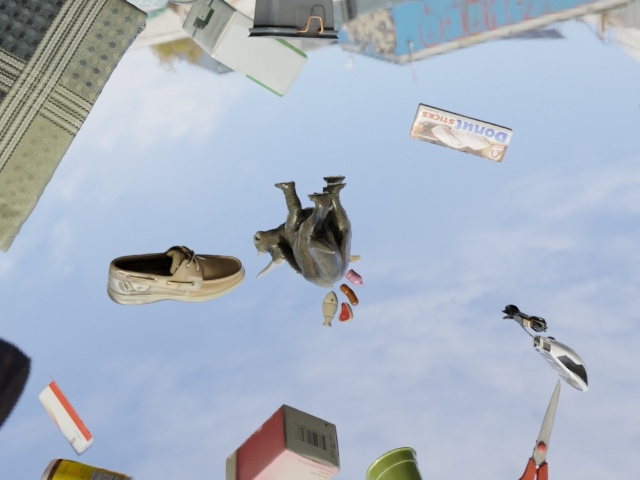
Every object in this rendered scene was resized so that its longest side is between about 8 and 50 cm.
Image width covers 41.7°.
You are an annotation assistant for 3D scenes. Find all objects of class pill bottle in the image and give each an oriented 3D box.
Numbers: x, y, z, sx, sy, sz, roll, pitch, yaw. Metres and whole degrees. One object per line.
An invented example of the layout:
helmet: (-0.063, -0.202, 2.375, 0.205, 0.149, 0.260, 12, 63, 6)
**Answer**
pill bottle: (-0.447, 0.513, 1.677, 0.215, 0.117, 0.117, 14, -154, 2)

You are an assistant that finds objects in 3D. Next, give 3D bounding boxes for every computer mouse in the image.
computer mouse: (0.396, 0.181, 1.429, 0.042, 0.193, 0.106, -47, -165, -9)

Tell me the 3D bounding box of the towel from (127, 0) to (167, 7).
towel: (-0.323, -0.540, 1.285, 0.090, 0.374, 0.321, 40, -148, 28)

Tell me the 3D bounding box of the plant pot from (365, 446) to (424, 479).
plant pot: (0.118, 0.353, 1.199, 0.083, 0.083, 0.079, -17, -134, -15)

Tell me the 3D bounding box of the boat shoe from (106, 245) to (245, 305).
boat shoe: (-0.338, 0.076, 2.023, 0.341, 0.110, 0.121, -8, -137, -26)

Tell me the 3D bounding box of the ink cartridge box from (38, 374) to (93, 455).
ink cartridge box: (-0.509, 0.353, 1.676, 0.045, 0.145, 0.179, -35, 171, -20)

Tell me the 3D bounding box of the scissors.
scissors: (0.376, 0.381, 1.480, 0.109, 0.021, 0.297, 7, -114, 1)

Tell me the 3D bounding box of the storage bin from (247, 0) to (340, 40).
storage bin: (-0.036, -0.351, 1.271, 0.135, 0.091, 0.098, -8, -165, -35)

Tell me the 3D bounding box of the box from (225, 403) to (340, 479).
box: (-0.085, 0.488, 1.832, 0.149, 0.232, 0.126, 27, -148, -25)

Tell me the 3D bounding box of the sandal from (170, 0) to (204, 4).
sandal: (-0.138, -0.390, 1.072, 0.086, 0.120, 0.303, 15, 170, -35)

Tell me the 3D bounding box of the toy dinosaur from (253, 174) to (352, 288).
toy dinosaur: (0.000, 0.000, 1.169, 0.121, 0.160, 0.313, -11, -164, -20)

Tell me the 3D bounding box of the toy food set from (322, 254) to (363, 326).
toy food set: (0.036, 0.084, 1.414, 0.078, 0.122, 0.019, -2, 170, 28)

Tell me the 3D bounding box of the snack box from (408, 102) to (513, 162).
snack box: (0.255, -0.196, 1.532, 0.178, 0.064, 0.022, 15, -158, -5)

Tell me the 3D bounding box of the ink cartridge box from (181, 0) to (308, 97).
ink cartridge box: (-0.135, -0.342, 1.442, 0.153, 0.087, 0.208, 26, -167, -32)

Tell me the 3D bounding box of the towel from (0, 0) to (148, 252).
towel: (-0.397, -0.190, 0.924, 0.312, 0.324, 0.056, 30, 172, -1)
